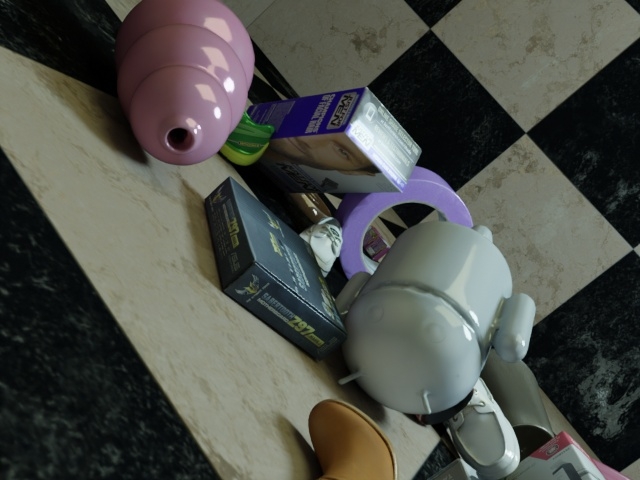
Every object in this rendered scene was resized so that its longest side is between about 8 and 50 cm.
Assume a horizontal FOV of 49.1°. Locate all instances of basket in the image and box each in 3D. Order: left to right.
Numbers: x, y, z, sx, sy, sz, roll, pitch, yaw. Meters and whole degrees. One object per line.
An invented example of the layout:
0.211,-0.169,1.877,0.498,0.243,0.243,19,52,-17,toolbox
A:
0.369,0.347,1.368,0.204,0.154,0.227,44,16,-14,basket

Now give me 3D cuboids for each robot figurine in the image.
0.157,0.107,1.018,0.353,0.300,0.199,-50,133,-46,robot figurine

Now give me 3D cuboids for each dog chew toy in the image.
-0.193,-0.219,0.983,0.206,0.207,0.332,42,21,-32,dog chew toy

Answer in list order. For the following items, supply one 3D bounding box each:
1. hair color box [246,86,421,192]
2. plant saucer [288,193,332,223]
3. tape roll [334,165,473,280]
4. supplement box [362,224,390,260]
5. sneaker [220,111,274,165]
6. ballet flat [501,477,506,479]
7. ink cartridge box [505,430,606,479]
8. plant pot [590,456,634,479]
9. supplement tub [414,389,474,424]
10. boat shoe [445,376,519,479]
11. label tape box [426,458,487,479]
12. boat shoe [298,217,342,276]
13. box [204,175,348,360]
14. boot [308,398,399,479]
0.001,-0.181,1.352,0.339,0.110,0.185,2,-30,47,hair color box
-0.027,-0.093,1.603,0.168,0.029,0.168,47,12,-13,plant saucer
0.166,-0.011,1.426,0.275,0.275,0.090,44,12,-25,tape roll
0.138,0.005,1.843,0.083,0.055,0.043,54,12,20,supplement box
-0.199,-0.275,1.294,0.295,0.123,0.109,47,12,-7,sneaker
0.276,0.351,1.237,0.070,0.070,0.188,42,15,-31,ballet flat
0.377,0.423,1.097,0.092,0.158,0.218,46,11,-10,ink cartridge box
0.573,0.544,1.425,0.180,0.201,0.201,38,2,37,plant pot
0.159,0.196,1.155,0.106,0.106,0.198,37,17,-48,supplement tub
0.242,0.277,1.181,0.096,0.098,0.277,56,6,-31,boat shoe
0.219,0.411,0.651,0.249,0.115,0.347,43,11,-29,label tape box
0.000,0.000,1.268,0.083,0.076,0.226,46,11,-13,boat shoe
-0.065,0.032,0.953,0.183,0.059,0.232,41,13,-32,box
0.018,0.220,0.625,0.152,0.073,0.197,26,23,-55,boot
